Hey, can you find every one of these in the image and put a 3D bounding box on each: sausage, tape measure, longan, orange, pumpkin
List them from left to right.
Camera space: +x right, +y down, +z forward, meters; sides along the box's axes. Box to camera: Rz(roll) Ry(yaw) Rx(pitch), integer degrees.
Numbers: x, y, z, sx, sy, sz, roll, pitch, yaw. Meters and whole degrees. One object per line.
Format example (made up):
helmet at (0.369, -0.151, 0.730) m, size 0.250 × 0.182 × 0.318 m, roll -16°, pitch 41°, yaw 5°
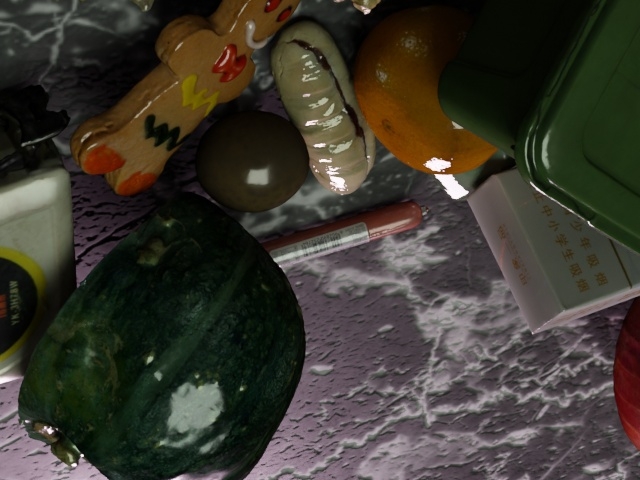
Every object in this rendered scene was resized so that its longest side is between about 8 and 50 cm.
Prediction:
tape measure at (-0.333, 0.005, 1.630) m, size 0.231 × 0.133 × 0.271 m, roll -14°, pitch 137°, yaw -21°
pumpkin at (-0.116, 0.119, 1.708) m, size 0.263 × 0.197 × 0.293 m, roll -51°, pitch 169°, yaw -18°
longan at (-0.060, -0.070, 1.690) m, size 0.113 × 0.092 × 0.113 m, roll -13°, pitch 173°, yaw -2°
sausage at (0.000, 0.000, 1.840) m, size 0.223 × 0.029 × 0.029 m, roll -16°, pitch 138°, yaw -7°
orange at (0.104, -0.134, 1.658) m, size 0.124 × 0.156 × 0.156 m, roll -36°, pitch 143°, yaw -20°

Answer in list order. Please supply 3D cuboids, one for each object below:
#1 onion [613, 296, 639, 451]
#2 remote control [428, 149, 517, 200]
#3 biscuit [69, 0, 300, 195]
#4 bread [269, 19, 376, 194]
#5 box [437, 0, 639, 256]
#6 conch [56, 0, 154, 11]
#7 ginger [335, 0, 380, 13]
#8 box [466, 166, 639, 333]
onion at (0.474, 0.117, 1.996) m, size 0.354 × 0.353 × 0.353 m, roll -12°, pitch 138°, yaw -12°
remote control at (0.238, -0.156, 1.755) m, size 0.335 × 0.065 × 0.128 m, roll -34°, pitch 140°, yaw 12°
biscuit at (-0.102, -0.137, 1.592) m, size 0.250 × 0.036 × 0.165 m, roll -45°, pitch 162°, yaw 4°
bread at (0.009, -0.113, 1.709) m, size 0.073 × 0.053 × 0.214 m, roll -25°, pitch 138°, yaw -3°
box at (0.268, -0.124, 1.569) m, size 0.329 × 0.178 × 0.252 m, roll 29°, pitch 89°, yaw -39°
conch at (-0.147, -0.284, 1.391) m, size 0.245 × 0.163 × 0.178 m, roll -51°, pitch 157°, yaw -12°
ginger at (-0.018, -0.245, 1.523) m, size 0.193 × 0.052 × 0.176 m, roll -43°, pitch 97°, yaw 0°
box at (0.273, -0.017, 1.806) m, size 0.233 × 0.149 × 0.067 m, roll -17°, pitch 168°, yaw -30°
